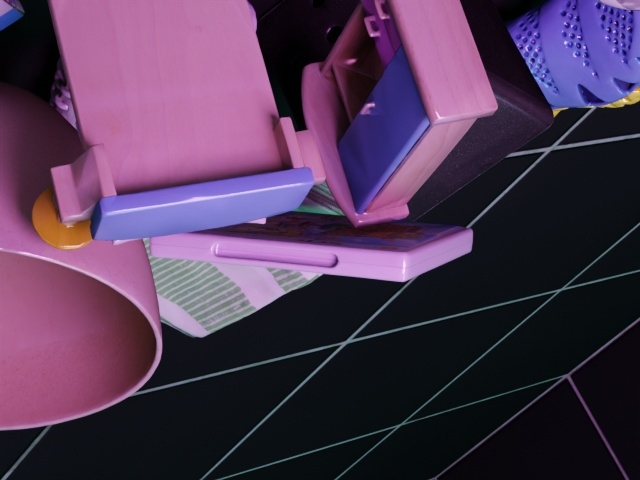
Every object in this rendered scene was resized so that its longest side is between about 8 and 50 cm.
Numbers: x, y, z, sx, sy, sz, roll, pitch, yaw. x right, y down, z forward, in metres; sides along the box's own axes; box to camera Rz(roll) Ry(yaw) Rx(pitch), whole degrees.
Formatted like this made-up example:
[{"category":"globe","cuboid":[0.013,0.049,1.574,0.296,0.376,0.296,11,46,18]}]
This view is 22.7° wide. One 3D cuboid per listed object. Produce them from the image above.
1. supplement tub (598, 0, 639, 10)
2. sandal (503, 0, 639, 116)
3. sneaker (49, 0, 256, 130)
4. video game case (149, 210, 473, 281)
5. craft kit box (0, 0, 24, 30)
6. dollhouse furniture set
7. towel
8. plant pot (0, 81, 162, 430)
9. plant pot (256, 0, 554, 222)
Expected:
[{"category":"supplement tub","cuboid":[0.313,-0.289,1.319,0.316,0.194,0.193,-11,154,-41]},{"category":"sandal","cuboid":[0.212,-0.173,1.524,0.138,0.126,0.317,-4,166,-29]},{"category":"sneaker","cuboid":[-0.171,-0.128,1.259,0.258,0.094,0.091,-39,138,21]},{"category":"video game case","cuboid":[0.000,0.000,1.217,0.193,0.023,0.212,6,-173,17]},{"category":"craft kit box","cuboid":[-0.352,-0.138,1.009,0.249,0.061,0.246,-31,163,8]},{"category":"dollhouse furniture set","cuboid":[-0.080,-0.130,1.108,0.303,0.286,0.198,-11,162,-21]},{"category":"towel","cuboid":[-0.115,-0.003,1.438,0.248,0.038,0.325,28,148,-28]},{"category":"plant pot","cuboid":[-0.258,-0.005,1.166,0.284,0.191,0.284,-3,149,-2]},{"category":"plant pot","cuboid":[0.056,-0.147,1.372,0.188,0.187,0.167,-35,149,19]}]
